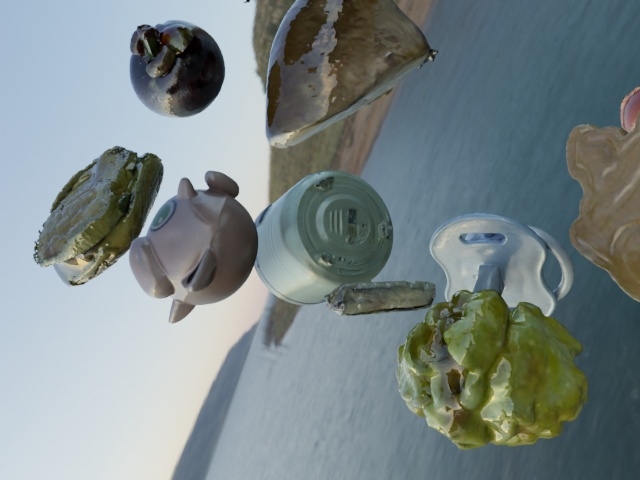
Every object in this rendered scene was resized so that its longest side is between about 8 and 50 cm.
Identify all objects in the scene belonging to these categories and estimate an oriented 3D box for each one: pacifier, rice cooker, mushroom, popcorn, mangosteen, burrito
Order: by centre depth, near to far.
[{"bbox_3d":[0.219,0.189,0.916,0.250,0.242,0.235,-43,5,44],"label":"popcorn"},{"bbox_3d":[0.095,0.092,1.027,0.045,0.188,0.058,-139,50,-66],"label":"burrito"},{"bbox_3d":[0.302,0.093,1.116,0.226,0.238,0.287,-62,-37,-36],"label":"pacifier"},{"bbox_3d":[0.000,0.000,1.159,0.244,0.226,0.226,-36,31,58],"label":"rice cooker"},{"bbox_3d":[-0.002,-0.394,1.405,0.397,0.314,0.224,-40,3,-25],"label":"mushroom"},{"bbox_3d":[-0.338,-0.402,1.469,0.265,0.228,0.228,45,-117,-69],"label":"mangosteen"}]

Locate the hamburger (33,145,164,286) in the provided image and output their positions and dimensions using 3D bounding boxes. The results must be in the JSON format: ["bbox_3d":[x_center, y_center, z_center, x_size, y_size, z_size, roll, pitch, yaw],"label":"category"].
[{"bbox_3d":[-0.396,-0.046,1.182,0.265,0.134,0.285,-23,41,28],"label":"hamburger"}]

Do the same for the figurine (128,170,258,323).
[{"bbox_3d":[-0.125,0.006,0.655,0.125,0.125,0.138,115,171,-63],"label":"figurine"}]

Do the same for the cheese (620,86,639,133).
[{"bbox_3d":[0.840,-0.325,1.560,0.129,0.217,0.329,-41,-33,-26],"label":"cheese"}]

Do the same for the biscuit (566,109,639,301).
[{"bbox_3d":[0.467,-0.038,0.846,0.376,0.051,0.269,48,130,35],"label":"biscuit"}]

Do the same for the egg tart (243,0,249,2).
[{"bbox_3d":[-0.167,-0.617,1.346,0.132,0.345,0.345,61,-139,-55],"label":"egg tart"}]
